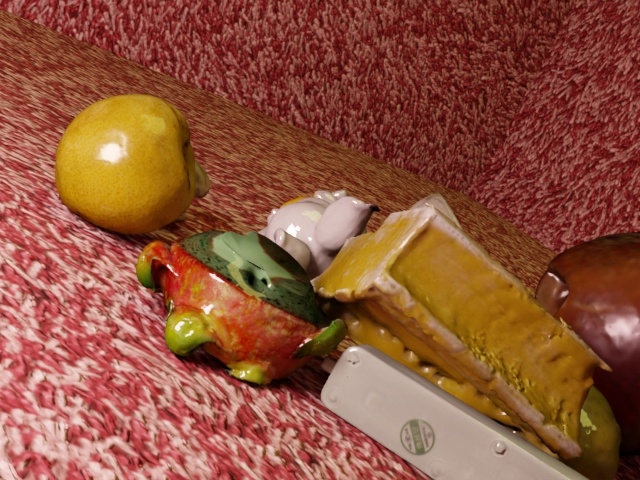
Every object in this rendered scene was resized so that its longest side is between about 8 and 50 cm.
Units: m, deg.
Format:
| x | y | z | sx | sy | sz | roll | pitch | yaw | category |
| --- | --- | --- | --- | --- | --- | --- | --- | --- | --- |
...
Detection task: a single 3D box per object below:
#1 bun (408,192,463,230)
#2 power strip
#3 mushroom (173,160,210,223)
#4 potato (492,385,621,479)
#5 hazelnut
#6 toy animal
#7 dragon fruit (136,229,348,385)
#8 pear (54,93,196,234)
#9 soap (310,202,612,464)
| x | y | z | sx | sy | sz | roll | pitch | yaw | category |
| --- | --- | --- | --- | --- | --- | --- | --- | --- | --- |
| 0.220 | 0.049 | 1.937 | 0.263 | 0.175 | 0.263 | 64 | 4 | -9 | bun |
| 0.162 | 0.242 | 1.143 | 0.385 | 0.091 | 0.062 | 31 | 12 | 17 | power strip |
| -0.253 | -0.087 | 1.572 | 0.154 | 0.122 | 0.154 | -11 | 4 | 1 | mushroom |
| 0.284 | 0.237 | 1.278 | 0.228 | 0.149 | 0.197 | 21 | 25 | 9 | potato |
| 0.562 | 0.166 | 1.578 | 0.429 | 0.402 | 0.402 | 8 | 20 | -29 | hazelnut |
| -0.006 | 0.003 | 1.496 | 0.154 | 0.208 | 0.325 | 64 | -10 | -3 | toy animal |
| -0.097 | 0.075 | 1.216 | 0.268 | 0.130 | 0.295 | 34 | 13 | 9 | dragon fruit |
| -0.285 | -0.108 | 1.395 | 0.209 | 0.209 | 0.209 | 26 | 12 | -6 | pear |
| 0.171 | 0.127 | 1.254 | 0.338 | 0.169 | 0.304 | 42 | -12 | -9 | soap |
